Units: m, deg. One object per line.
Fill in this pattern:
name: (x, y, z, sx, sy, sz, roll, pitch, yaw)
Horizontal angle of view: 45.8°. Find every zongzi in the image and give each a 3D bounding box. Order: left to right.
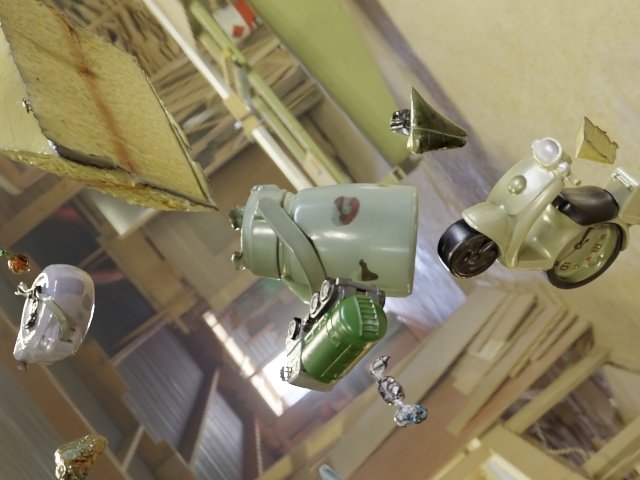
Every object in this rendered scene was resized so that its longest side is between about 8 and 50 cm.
zongzi: (0.196, -0.205, 1.264, 0.052, 0.104, 0.113, -148, 51, -61)

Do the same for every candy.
candy: (-0.767, 0.026, 1.822, 0.055, 0.049, 0.185, 24, 161, 35)
candy: (0.188, 0.377, 1.885, 0.051, 0.094, 0.226, 40, -173, -41)

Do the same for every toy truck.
toy truck: (0.023, 0.153, 1.183, 0.242, 0.101, 0.125, 126, 152, -49)

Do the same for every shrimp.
shrimp: (-0.396, 0.360, 1.239, 0.184, 0.091, 0.043, -137, 29, -74)

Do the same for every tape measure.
tape measure: (-0.488, 0.131, 1.372, 0.105, 0.179, 0.196, 19, 149, -32)

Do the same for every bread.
bread: (-0.377, -0.253, 1.298, 0.242, 0.405, 0.345, -7, 171, 43)
bread: (0.680, -0.237, 1.841, 0.109, 0.084, 0.080, 14, 147, 7)

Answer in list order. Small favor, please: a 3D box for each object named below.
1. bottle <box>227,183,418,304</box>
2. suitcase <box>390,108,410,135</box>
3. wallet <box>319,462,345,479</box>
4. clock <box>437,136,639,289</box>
bottle: (0.000, 0.000, 1.383, 0.229, 0.351, 0.229, 3, -90, -87)
suitcase: (0.252, -0.305, 2.008, 0.126, 0.059, 0.086, 12, 176, -23)
wallet: (0.066, 0.601, 1.610, 0.167, 0.036, 0.222, 20, 128, 60)
clock: (0.404, -0.040, 1.329, 0.378, 0.277, 0.120, 7, -147, -33)
